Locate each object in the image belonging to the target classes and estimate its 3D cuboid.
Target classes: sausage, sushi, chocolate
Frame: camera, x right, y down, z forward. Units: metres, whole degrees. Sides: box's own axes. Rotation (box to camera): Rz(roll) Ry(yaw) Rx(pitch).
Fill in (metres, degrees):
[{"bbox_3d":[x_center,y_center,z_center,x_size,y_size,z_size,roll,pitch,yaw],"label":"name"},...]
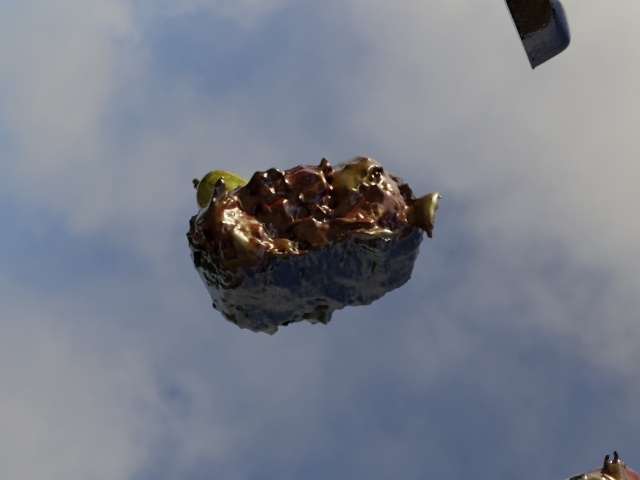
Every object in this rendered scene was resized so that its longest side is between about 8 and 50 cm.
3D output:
[{"bbox_3d":[-0.112,-0.039,1.486,0.347,0.123,0.123,28,-97,8],"label":"sausage"},{"bbox_3d":[0.000,0.000,1.002,0.344,0.182,0.196,-16,-118,-14],"label":"sushi"},{"bbox_3d":[0.330,-0.352,1.127,0.080,0.125,0.148,-20,-118,19],"label":"chocolate"}]

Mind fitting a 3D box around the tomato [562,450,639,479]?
[{"bbox_3d":[0.143,0.300,0.548,0.309,0.309,0.170,-38,-125,21],"label":"tomato"}]
